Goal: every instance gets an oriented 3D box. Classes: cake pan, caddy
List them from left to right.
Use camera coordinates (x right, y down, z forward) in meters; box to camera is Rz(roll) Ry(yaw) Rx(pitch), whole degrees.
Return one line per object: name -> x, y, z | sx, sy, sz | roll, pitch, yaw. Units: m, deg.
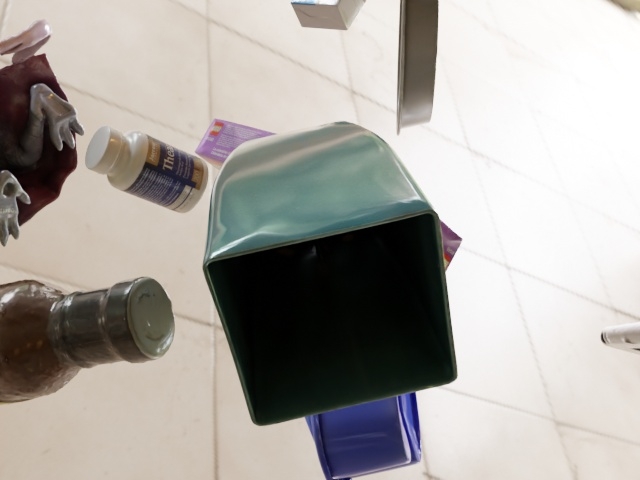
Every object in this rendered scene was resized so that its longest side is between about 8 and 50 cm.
caddy -> 0.050, 0.229, 1.304 | 0.241, 0.179, 0.341 | 49, 34, -68
cake pan -> 0.148, -0.308, 1.249 | 0.054, 0.293, 0.293 | 2, 43, 5

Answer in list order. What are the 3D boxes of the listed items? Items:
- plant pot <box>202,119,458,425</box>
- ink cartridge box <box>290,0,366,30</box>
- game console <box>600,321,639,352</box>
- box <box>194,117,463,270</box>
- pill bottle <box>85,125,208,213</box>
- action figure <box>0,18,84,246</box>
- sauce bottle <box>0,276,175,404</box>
plant pot -> 0.000, 0.000, 0.687 | 0.234, 0.166, 0.165 | -102, 180, -56
ink cartridge box -> 0.038, -0.467, 1.464 | 0.181, 0.104, 0.061 | -60, 144, -23
game console -> 0.576, 0.166, 1.074 | 0.342, 0.060, 0.386 | 10, -7, 10
box -> 0.005, -0.057, 0.993 | 0.293, 0.057, 0.201 | 21, -11, 46
pill bottle -> -0.186, -0.078, 0.869 | 0.120, 0.067, 0.067 | 23, 42, -38
action figure -> -0.477, -0.119, 0.985 | 0.370, 0.275, 0.248 | 17, 38, 35
sauce bottle -> -0.294, 0.095, 0.722 | 0.111, 0.345, 0.111 | -10, 90, -68
